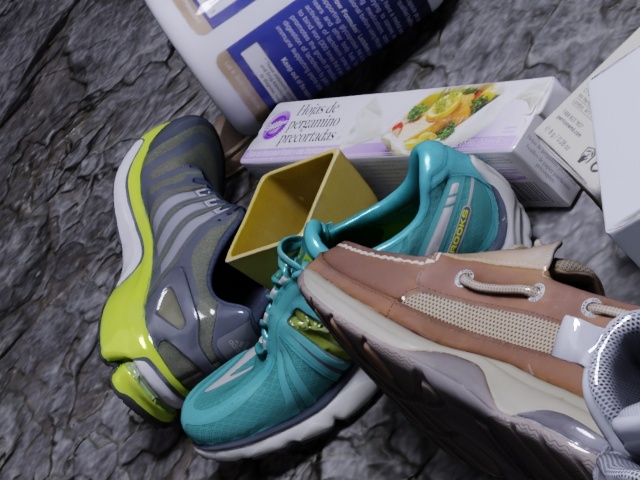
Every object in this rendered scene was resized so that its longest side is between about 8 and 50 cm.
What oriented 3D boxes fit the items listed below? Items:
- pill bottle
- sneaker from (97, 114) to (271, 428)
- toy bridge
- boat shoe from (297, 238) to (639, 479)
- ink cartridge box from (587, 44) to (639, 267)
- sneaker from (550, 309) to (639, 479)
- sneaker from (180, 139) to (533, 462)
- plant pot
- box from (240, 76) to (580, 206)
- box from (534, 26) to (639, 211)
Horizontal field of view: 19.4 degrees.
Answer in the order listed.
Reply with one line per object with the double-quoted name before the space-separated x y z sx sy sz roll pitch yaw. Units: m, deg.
"pill bottle" 0.006 -0.213 1.478 0.265 0.153 0.153 -34 28 2
"sneaker" -0.084 0.007 1.415 0.121 0.111 0.300 -25 40 20
"toy bridge" -0.084 -0.078 1.587 0.188 0.026 0.063 -21 39 39
"boat shoe" 0.110 0.062 1.037 0.116 0.123 0.324 -47 39 -13
"ink cartridge box" 0.211 -0.009 0.914 0.072 0.175 0.127 -33 31 26
"sneaker" 0.232 0.118 0.682 0.137 0.210 0.366 -53 28 -10
"sneaker" 0.006 0.037 1.219 0.275 0.110 0.107 -41 28 15
"plant pot" 0.000 0.000 1.303 0.081 0.083 0.081 -18 39 44
"box" 0.064 -0.064 1.315 0.324 0.067 0.063 0 53 56
"box" 0.262 -0.107 1.041 0.275 0.113 0.094 -46 28 7
